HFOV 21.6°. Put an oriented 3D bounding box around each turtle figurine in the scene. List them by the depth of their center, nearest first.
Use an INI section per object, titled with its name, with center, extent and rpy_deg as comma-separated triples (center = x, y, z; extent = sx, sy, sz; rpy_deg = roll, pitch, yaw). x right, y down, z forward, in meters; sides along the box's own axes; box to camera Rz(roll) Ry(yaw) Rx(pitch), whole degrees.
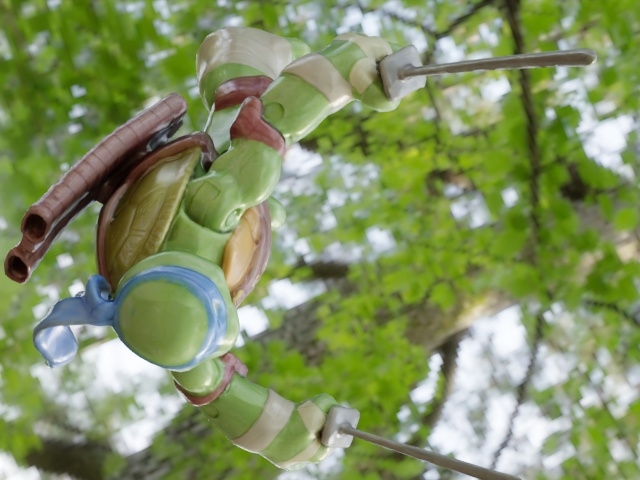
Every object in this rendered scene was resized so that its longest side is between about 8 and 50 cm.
[turtle figurine]
center = 0.000, 0.000, 0.826
extent = 0.266, 0.275, 0.198
rpy_deg = -101, 172, -67
